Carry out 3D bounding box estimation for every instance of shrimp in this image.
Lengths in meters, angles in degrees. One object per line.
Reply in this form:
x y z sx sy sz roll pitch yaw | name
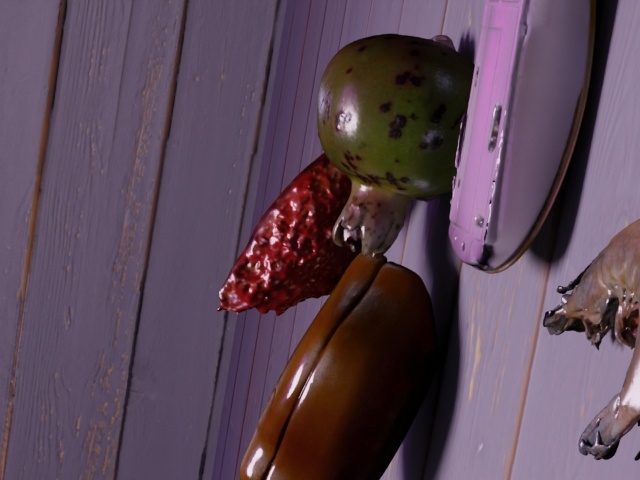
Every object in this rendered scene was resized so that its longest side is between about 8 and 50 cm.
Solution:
0.189 0.069 0.946 0.219 0.046 0.152 131 149 -73 | shrimp

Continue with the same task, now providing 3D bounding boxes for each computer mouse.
0.166 -0.127 1.183 0.158 0.071 0.310 -132 50 -77 | computer mouse

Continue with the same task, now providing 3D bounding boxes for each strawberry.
0.000 -0.005 1.502 0.228 0.098 0.174 -42 -17 -37 | strawberry

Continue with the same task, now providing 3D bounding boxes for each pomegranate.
0.074 -0.098 1.412 0.179 0.179 0.211 -96 22 -58 | pomegranate

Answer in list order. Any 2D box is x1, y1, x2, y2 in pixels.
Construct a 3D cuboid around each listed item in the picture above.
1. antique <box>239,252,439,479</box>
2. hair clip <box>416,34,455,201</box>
0.028 0.153 1.478 0.278 0.129 0.223 -60 -14 -10 | antique
0.093 -0.093 1.627 0.300 0.069 0.173 128 147 -50 | hair clip
